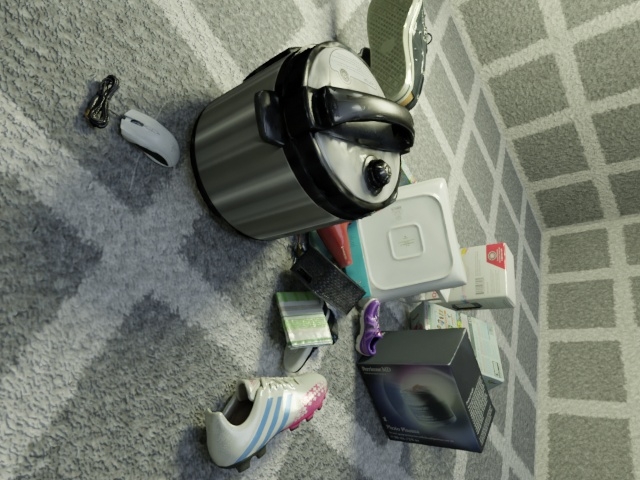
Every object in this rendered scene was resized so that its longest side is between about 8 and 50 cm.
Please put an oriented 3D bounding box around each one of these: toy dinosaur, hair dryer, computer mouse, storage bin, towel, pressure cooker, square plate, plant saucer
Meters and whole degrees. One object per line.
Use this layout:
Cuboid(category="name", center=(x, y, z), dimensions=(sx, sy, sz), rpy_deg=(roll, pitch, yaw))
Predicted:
Cuboid(category="toy dinosaur", center=(-0.044, 0.036, 1.141), dimensions=(0.090, 0.047, 0.082), rpy_deg=(-76, 155, -44))
Cuboid(category="hair dryer", center=(0.084, -0.070, 1.160), dimensions=(0.224, 0.080, 0.293), rpy_deg=(16, 87, -3))
Cuboid(category="computer mouse", center=(-0.340, -0.216, 0.828), dimensions=(0.193, 0.042, 0.106), rpy_deg=(37, 53, -40))
Cuboid(category="storage bin", center=(0.022, 0.103, 1.104), dimensions=(0.084, 0.122, 0.180), rpy_deg=(-48, 138, -1))
Cuboid(category="towel", center=(-0.042, 0.188, 1.037), dimensions=(0.113, 0.023, 0.152), rpy_deg=(2, 46, -27))
Cuboid(category="pressure cooker", center=(-0.016, -0.202, 0.929), dimensions=(0.375, 0.420, 0.370), rpy_deg=(52, 45, -29))
Cuboid(category="square plate", center=(0.252, 0.004, 1.320), dimensions=(0.049, 0.347, 0.344), rpy_deg=(170, -92, -88))
Cuboid(category="plant saucer", center=(0.000, 0.000, 1.219), dimensions=(0.119, 0.021, 0.119), rpy_deg=(16, 69, -49))

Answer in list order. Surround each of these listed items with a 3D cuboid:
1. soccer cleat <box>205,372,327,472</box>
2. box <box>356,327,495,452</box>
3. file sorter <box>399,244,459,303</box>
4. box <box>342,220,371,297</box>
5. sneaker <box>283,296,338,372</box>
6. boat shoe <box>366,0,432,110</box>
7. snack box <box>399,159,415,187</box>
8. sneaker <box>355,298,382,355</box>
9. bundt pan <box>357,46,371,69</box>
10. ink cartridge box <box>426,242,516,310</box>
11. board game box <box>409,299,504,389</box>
Cuboid(category="soccer cleat", center=(-0.101, 0.339, 0.923), dimensions=(0.331, 0.116, 0.143), rpy_deg=(-22, 99, -52))
Cuboid(category="box", center=(0.309, 0.430, 1.274), dimensions=(0.183, 0.296, 0.294), rpy_deg=(-37, 109, -49))
Cuboid(category="file sorter", center=(0.354, 0.059, 1.528), dimensions=(0.193, 0.173, 0.277), rpy_deg=(54, 43, -26))
Cuboid(category="box", center=(0.087, 0.043, 1.248), dimensions=(0.100, 0.060, 0.244), rpy_deg=(152, -74, -86))
Cuboid(category="sneaker", center=(-0.009, 0.254, 1.092), dimensions=(0.121, 0.079, 0.217), rpy_deg=(49, 45, -30))
Cuboid(category="boat shoe", center=(0.255, -0.644, 1.394), dimensions=(0.156, 0.187, 0.500), rpy_deg=(19, 71, -54))
Cuboid(category="snack box", center=(0.238, -0.210, 1.479), dimensions=(0.100, 0.141, 0.037), rpy_deg=(48, 48, -34))
Cuboid(category="sneaker", center=(0.158, 0.257, 1.282), dimensions=(0.068, 0.071, 0.169), rpy_deg=(13, 85, -44))
Cuboid(category="bundt pan", center=(0.165, -0.469, 1.471), dimensions=(0.331, 0.124, 0.330), rpy_deg=(18, 66, -48))
Cuboid(category="ink cartridge box", center=(0.582, 0.150, 1.684), dimensions=(0.131, 0.306, 0.226), rpy_deg=(35, 55, -42))
Cuboid(category="board game box", center=(0.468, 0.364, 1.505), dimensions=(0.303, 0.097, 0.224), rpy_deg=(22, 45, -14))
